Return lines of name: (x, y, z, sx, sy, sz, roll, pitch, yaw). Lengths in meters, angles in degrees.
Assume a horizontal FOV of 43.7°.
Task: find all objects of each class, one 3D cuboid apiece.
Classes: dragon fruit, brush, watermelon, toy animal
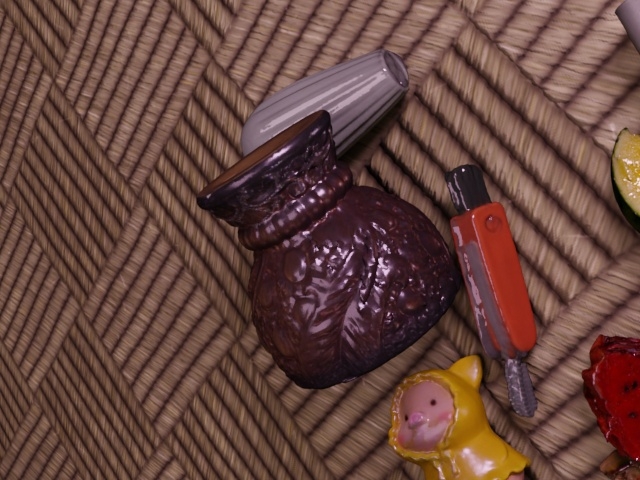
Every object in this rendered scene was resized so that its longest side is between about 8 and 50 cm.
dragon fruit: (0.360, 0.202, 0.909, 0.092, 0.123, 0.192, -170, 65, -80)
brush: (0.220, 0.062, 0.985, 0.051, 0.070, 0.323, -13, 94, 43)
watermelon: (0.376, -0.031, 0.851, 0.181, 0.075, 0.092, 35, 77, 28)
toy animal: (0.183, 0.272, 1.023, 0.156, 0.156, 0.229, -45, 60, 38)

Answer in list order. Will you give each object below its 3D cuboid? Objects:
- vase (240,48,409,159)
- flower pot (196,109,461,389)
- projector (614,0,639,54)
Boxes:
vase: (0.008, -0.170, 1.082, 0.248, 0.128, 0.128, -29, 80, 32)
flower pot: (0.000, 0.000, 0.983, 0.267, 0.266, 0.267, -21, 108, 42)
projector: (0.356, -0.217, 0.792, 0.083, 0.083, 0.082, -36, 76, 40)
